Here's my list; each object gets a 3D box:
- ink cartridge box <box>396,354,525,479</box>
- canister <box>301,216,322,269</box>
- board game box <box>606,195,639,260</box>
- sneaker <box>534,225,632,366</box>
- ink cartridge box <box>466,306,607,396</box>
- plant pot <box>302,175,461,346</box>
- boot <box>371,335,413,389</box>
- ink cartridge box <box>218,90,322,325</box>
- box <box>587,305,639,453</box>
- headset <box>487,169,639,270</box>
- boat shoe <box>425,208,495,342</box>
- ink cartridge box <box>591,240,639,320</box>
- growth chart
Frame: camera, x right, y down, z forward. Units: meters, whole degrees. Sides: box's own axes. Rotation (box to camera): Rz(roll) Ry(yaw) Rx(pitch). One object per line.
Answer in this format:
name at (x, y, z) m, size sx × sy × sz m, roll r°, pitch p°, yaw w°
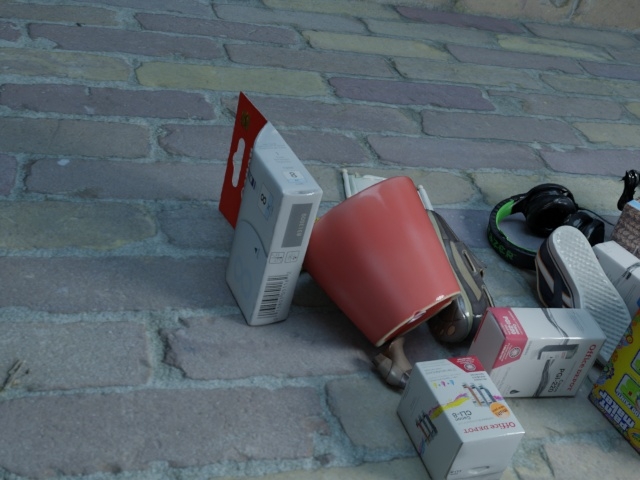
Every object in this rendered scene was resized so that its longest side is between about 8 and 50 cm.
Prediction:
ink cartridge box at (0.232, 0.305, 1.340) m, size 0.128 × 0.127 × 0.176 m, roll -3°, pitch 39°, yaw -24°
canister at (0.000, 0.000, 1.726) m, size 0.170 × 0.073 × 0.126 m, roll -6°, pitch 40°, yaw -30°
board game box at (0.798, 0.004, 1.873) m, size 0.291 × 0.232 × 0.141 m, roll -22°, pitch 49°, yaw -40°
sneaker at (0.564, 0.135, 1.717) m, size 0.126 × 0.127 × 0.321 m, roll -7°, pitch 65°, yaw -19°
ink cartridge box at (0.403, 0.212, 1.502) m, size 0.217 × 0.159 × 0.092 m, roll 1°, pitch 36°, yaw -18°
plant pot at (0.123, 0.051, 1.525) m, size 0.275 × 0.275 × 0.243 m, roll -20°, pitch 71°, yaw -39°
boot at (0.153, 0.233, 1.493) m, size 0.087 × 0.042 × 0.118 m, roll 37°, pitch 42°, yaw 19°
ink cartridge box at (-0.145, -0.074, 1.569) m, size 0.091 × 0.308 × 0.385 m, roll -6°, pitch 40°, yaw -29°
box at (0.710, 0.231, 1.485) m, size 0.290 × 0.279 × 0.177 m, roll -7°, pitch 40°, yaw -29°
headset at (0.600, -0.060, 1.930) m, size 0.394 × 0.185 × 0.243 m, roll -14°, pitch 43°, yaw -18°
boat shoe at (0.279, 0.079, 1.693) m, size 0.130 × 0.132 × 0.355 m, roll 11°, pitch 43°, yaw -22°
ink cartridge box at (0.668, 0.112, 1.754) m, size 0.082 × 0.140 × 0.191 m, roll -11°, pitch 43°, yaw -34°
growth chart at (0.167, -0.113, 1.988) m, size 0.237 × 0.021 × 0.172 m, roll 11°, pitch 36°, yaw -6°
